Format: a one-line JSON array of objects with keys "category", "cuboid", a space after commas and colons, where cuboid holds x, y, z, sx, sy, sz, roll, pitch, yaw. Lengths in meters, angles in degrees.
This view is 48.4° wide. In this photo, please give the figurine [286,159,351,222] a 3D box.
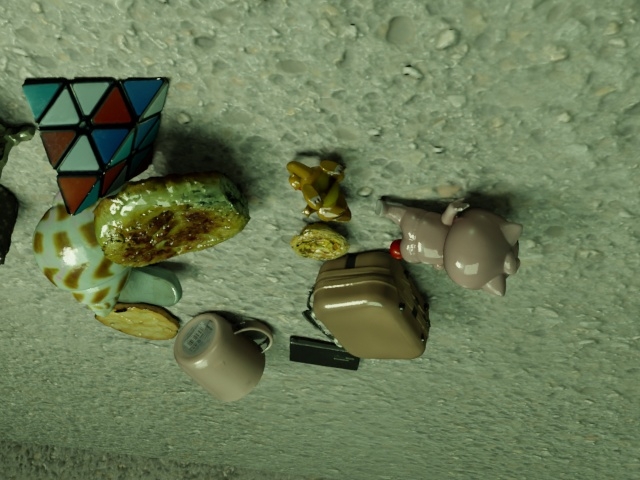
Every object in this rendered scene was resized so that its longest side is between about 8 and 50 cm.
[{"category": "figurine", "cuboid": [-0.007, -0.092, 1.345, 0.122, 0.121, 0.176, 29, 167, 26]}]

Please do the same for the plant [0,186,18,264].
[{"category": "plant", "cuboid": [-0.794, 0.022, 1.544, 0.181, 0.321, 0.194, -21, 138, 39]}]

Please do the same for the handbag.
[{"category": "handbag", "cuboid": [0.091, 0.159, 1.642, 0.283, 0.149, 0.302, -8, 145, 24]}]

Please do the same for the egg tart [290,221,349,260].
[{"category": "egg tart", "cuboid": [0.000, 0.000, 1.511, 0.128, 0.049, 0.129, 4, 150, 2]}]

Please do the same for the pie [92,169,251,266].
[{"category": "pie", "cuboid": [-0.289, -0.038, 1.383, 0.288, 0.103, 0.355, -19, 166, 3]}]

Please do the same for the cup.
[{"category": "cup", "cuboid": [-0.258, 0.300, 1.962, 0.252, 0.192, 0.200, -31, 132, 8]}]

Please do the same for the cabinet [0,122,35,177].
[{"category": "cabinet", "cuboid": [-0.755, -0.137, 1.313, 0.317, 0.290, 0.227, -11, 137, 27]}]

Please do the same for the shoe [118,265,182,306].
[{"category": "shoe", "cuboid": [-0.431, 0.108, 1.789, 0.250, 0.103, 0.100, 7, -166, 31]}]

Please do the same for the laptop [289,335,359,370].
[{"category": "laptop", "cuboid": [0.011, 0.329, 2.043, 0.207, 0.026, 0.154, 9, 147, 3]}]

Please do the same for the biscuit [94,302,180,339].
[{"category": "biscuit", "cuboid": [-0.529, 0.229, 2.052, 0.259, 0.041, 0.203, 4, 150, 13]}]

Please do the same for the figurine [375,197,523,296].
[{"category": "figurine", "cuboid": [0.250, -0.005, 1.362, 0.287, 0.176, 0.186, 10, -166, 33]}]

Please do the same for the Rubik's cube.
[{"category": "Rubik's cube", "cuboid": [-0.330, -0.204, 1.276, 0.234, 0.284, 0.250, -35, 155, 23]}]

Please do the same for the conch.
[{"category": "conch", "cuboid": [-0.498, 0.018, 1.568, 0.249, 0.197, 0.368, -6, 151, -3]}]
